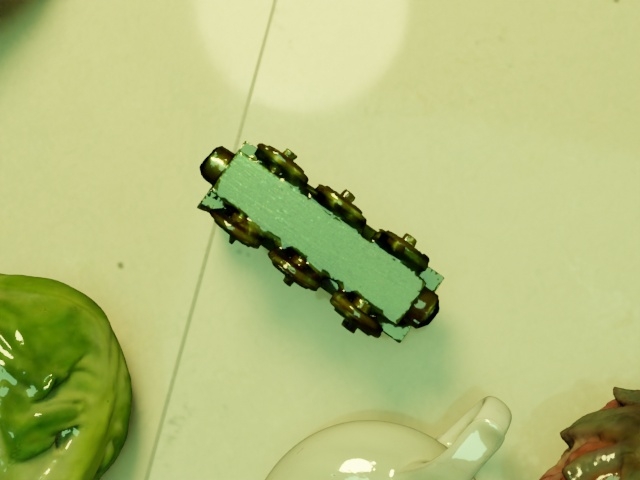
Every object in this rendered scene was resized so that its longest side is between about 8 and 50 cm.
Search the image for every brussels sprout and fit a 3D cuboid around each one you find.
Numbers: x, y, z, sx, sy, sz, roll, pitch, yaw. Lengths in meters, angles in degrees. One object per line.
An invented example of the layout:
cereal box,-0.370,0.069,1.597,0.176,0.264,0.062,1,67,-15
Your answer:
brussels sprout,-0.263,0.133,0.725,0.223,0.161,0.223,2,81,-17

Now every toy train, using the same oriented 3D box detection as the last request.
toy train,0.000,0.000,0.719,0.225,0.137,0.090,36,90,5

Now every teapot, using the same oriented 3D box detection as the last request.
teapot,0.045,0.240,0.682,0.204,0.139,0.298,35,89,12

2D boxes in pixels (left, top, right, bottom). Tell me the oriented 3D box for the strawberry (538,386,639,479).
strawberry,0.285,0.278,0.640,0.149,0.265,0.336,-27,97,46
